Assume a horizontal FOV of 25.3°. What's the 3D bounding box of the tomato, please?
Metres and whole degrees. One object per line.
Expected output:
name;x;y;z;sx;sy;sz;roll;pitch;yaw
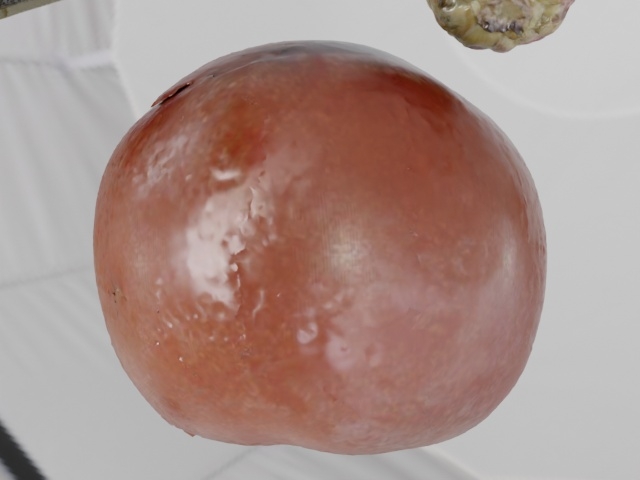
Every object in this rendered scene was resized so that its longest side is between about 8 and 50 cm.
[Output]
tomato;0.000;0.000;0.661;0.208;0.184;0.208;-2;-175;0

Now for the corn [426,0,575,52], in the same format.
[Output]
corn;0.084;-0.201;0.684;0.080;0.079;0.237;18;-121;-26

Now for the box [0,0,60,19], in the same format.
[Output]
box;-0.259;-0.161;0.817;0.201;0.090;0.144;-7;-166;18
